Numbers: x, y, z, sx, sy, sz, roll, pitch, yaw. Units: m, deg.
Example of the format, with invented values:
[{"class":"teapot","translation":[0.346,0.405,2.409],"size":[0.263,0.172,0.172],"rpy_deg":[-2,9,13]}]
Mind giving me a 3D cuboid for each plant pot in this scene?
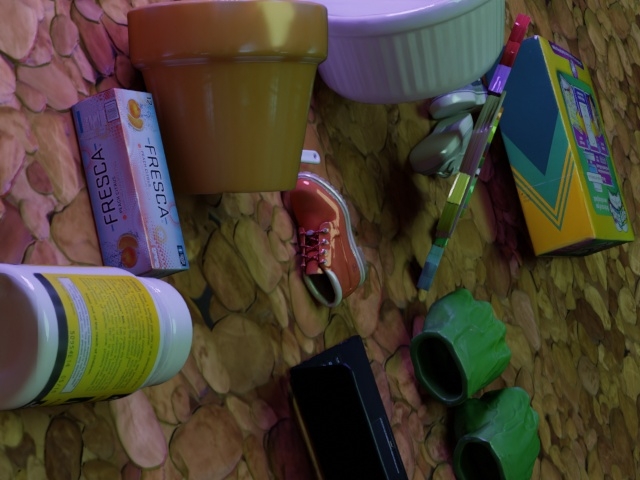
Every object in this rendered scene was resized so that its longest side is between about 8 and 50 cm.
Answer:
[{"class":"plant pot","translation":[-0.092,-0.142,1.530],"size":[0.205,0.205,0.188],"rpy_deg":[-6,95,-60]}]

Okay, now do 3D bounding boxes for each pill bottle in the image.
[{"class":"pill bottle","translation":[-0.208,0.080,1.267],"size":[0.208,0.119,0.119],"rpy_deg":[3,71,-58]}]

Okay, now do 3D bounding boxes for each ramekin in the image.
[{"class":"ramekin","translation":[0.105,-0.269,1.853],"size":[0.273,0.273,0.127],"rpy_deg":[-56,140,-54]}]

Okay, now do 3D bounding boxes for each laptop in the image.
[{"class":"laptop","translation":[0.070,0.227,1.636],"size":[0.264,0.136,0.234],"rpy_deg":[-19,92,-60]}]

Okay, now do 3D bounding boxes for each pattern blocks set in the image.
[{"class":"pattern blocks set","translation":[0.197,-0.103,1.929],"size":[0.285,0.026,0.325],"rpy_deg":[-64,173,-46]}]

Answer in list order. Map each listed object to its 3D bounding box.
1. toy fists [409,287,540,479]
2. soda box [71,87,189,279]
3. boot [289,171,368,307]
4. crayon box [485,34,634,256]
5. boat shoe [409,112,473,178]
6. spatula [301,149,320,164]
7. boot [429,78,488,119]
[{"class":"toy fists","translation":[0.203,0.200,1.922],"size":[0.142,0.096,0.279],"rpy_deg":[-36,107,-49]},{"class":"soda box","translation":[-0.184,-0.052,1.442],"size":[0.063,0.058,0.183],"rpy_deg":[2,73,-59]},{"class":"boot","translation":[0.000,0.000,1.727],"size":[0.084,0.059,0.158],"rpy_deg":[-45,115,-52]},{"class":"crayon box","translation":[0.376,-0.136,2.335],"size":[0.363,0.106,0.313],"rpy_deg":[2,73,-69]},{"class":"boat shoe","translation":[0.175,-0.121,2.089],"size":[0.063,0.066,0.184],"rpy_deg":[69,23,-16]},{"class":"spatula","translation":[-0.083,-0.152,1.713],"size":[0.242,0.019,0.168],"rpy_deg":[2,67,-60]},{"class":"boot","translation":[0.192,-0.228,2.173],"size":[0.086,0.069,0.190],"rpy_deg":[68,20,4]}]
